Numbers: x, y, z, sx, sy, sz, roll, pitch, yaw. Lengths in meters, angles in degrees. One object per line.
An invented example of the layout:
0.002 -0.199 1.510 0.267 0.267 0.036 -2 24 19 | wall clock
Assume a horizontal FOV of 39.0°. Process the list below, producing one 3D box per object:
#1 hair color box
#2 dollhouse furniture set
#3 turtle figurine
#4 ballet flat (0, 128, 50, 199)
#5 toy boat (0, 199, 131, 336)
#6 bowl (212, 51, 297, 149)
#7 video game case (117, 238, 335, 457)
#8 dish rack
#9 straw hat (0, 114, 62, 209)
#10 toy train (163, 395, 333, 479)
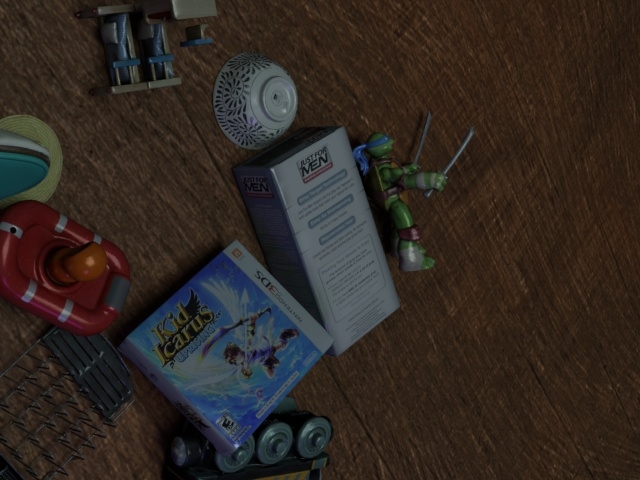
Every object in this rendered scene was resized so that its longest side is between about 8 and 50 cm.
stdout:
0.000 0.000 1.640 0.185 0.113 0.374 -34 116 -35 | hair color box
-0.253 -0.289 1.338 0.129 0.183 0.129 -18 106 -39 | dollhouse furniture set
0.197 -0.093 1.755 0.274 0.198 0.266 -22 112 -35 | turtle figurine
-0.544 -0.094 1.133 0.400 0.139 0.139 -20 107 -35 | ballet flat
-0.357 0.034 1.280 0.231 0.151 0.151 34 58 -33 | toy boat
-0.094 -0.241 1.556 0.170 0.080 0.170 -5 98 -41 | bowl
-0.146 0.167 1.469 0.244 0.061 0.269 45 54 0 | video game case
-0.395 0.254 1.336 0.271 0.074 0.208 -47 123 -29 | dish rack
-0.418 -0.110 1.290 0.144 0.061 0.144 -5 97 -42 | straw hat
-0.119 0.383 1.563 0.334 0.142 0.190 2 104 -43 | toy train
